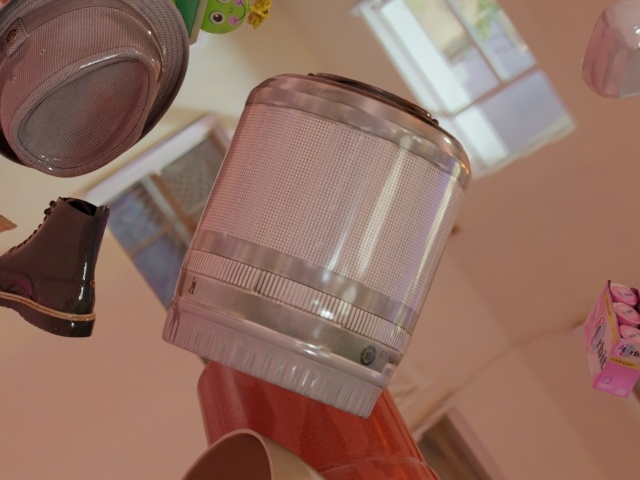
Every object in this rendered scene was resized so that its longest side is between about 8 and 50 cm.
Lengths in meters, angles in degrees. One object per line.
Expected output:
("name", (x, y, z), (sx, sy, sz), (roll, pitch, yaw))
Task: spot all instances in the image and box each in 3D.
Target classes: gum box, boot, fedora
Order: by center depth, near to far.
("boot", (-0.292, 0.005, 1.400), (0.198, 0.137, 0.077), (20, -168, 31))
("fedora", (-0.272, -0.177, 1.577), (0.275, 0.243, 0.124), (-36, -143, 5))
("gum box", (0.491, 0.159, 2.259), (0.188, 0.062, 0.107), (-84, -168, -60))

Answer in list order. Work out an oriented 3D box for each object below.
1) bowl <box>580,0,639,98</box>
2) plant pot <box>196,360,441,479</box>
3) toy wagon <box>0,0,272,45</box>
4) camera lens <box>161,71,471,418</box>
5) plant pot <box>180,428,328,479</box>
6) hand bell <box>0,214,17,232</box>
("bowl", (0.370, -0.212, 1.519), (0.142, 0.053, 0.142), (-11, 149, -11))
("plant pot", (-0.007, 0.246, 1.491), (0.272, 0.265, 0.272), (-14, 145, -10))
("toy wagon", (-0.226, -0.324, 1.662), (0.068, 0.344, 0.267), (-83, -168, -49))
("camera lens", (0.000, 0.000, 1.242), (0.219, 0.219, 0.274), (167, -56, -79))
("plant pot", (-0.036, 0.327, 1.163), (0.284, 0.191, 0.284), (-51, -157, 32))
("hand bell", (-0.547, 0.045, 1.917), (0.242, 0.126, 0.126), (-57, -173, -7))
